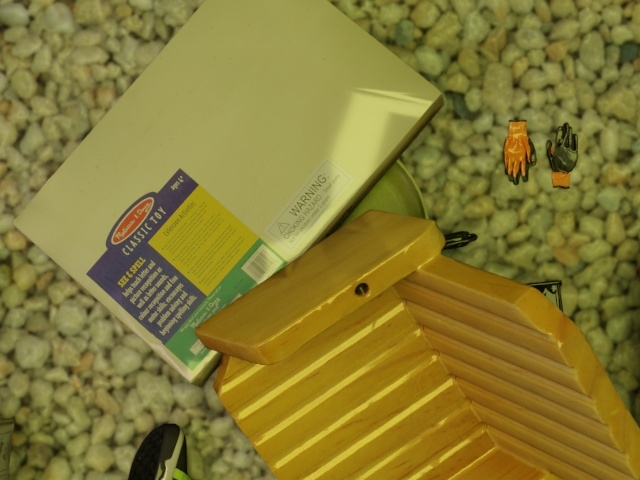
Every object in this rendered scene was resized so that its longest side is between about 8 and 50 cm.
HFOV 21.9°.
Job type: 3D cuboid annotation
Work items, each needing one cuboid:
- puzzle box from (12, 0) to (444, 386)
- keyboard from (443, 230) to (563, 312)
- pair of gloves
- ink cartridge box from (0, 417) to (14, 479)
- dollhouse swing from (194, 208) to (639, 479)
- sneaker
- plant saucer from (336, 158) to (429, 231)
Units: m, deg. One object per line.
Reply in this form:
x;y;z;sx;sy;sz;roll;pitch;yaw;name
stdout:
-0.100;-0.082;1.778;0.272;0.052;0.409;41;88;13;puzzle box
0.111;0.081;1.828;0.317;0.033;0.201;-6;91;-3;keyboard
0.245;-0.097;1.844;0.083;0.010;0.074;4;89;-3;pair of gloves
-0.474;0.317;1.671;0.272;0.130;0.309;8;90;10;ink cartridge box
0.111;0.194;1.632;0.315;0.305;0.347;-34;117;-2;dollhouse swing
-0.157;0.316;1.803;0.097;0.084;0.234;7;90;-26;sneaker
0.000;0.000;1.793;0.241;0.037;0.241;-2;79;9;plant saucer
